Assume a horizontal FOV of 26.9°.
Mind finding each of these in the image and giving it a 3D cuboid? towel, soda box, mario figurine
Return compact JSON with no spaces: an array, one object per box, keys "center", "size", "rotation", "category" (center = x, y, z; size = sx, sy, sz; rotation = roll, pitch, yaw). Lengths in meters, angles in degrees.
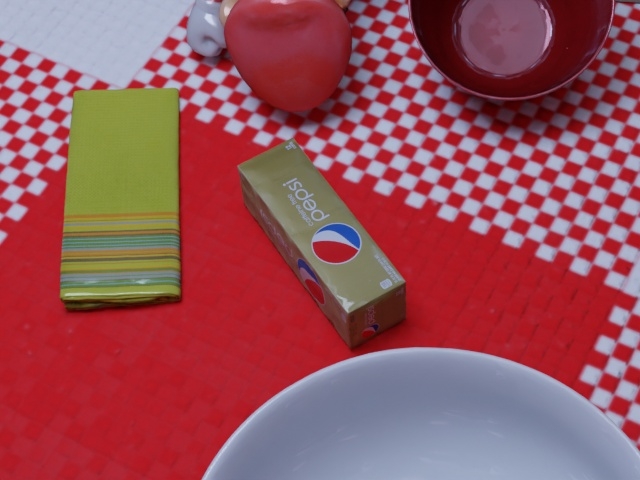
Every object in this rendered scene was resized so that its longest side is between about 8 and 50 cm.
[{"center":[-0.176,-0.042,1.196],"size":[0.102,0.021,0.237],"rotation":[-1,54,-4],"category":"towel"},{"center":[0.000,0.000,1.129],"size":[0.058,0.061,0.181],"rotation":[-29,59,-15],"category":"soda box"},{"center":[-0.022,-0.270,1.260],"size":[0.170,0.198,0.320],"rotation":[7,73,-29],"category":"mario figurine"}]

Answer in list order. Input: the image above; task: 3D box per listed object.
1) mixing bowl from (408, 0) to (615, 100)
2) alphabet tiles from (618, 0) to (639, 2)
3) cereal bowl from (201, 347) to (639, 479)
[{"center":[0.170,-0.206,1.223],"size":[0.181,0.098,0.181],"rotation":[0,84,3],"category":"mixing bowl"},{"center":[0.396,-0.367,1.393],"size":[0.285,0.011,0.342],"rotation":[6,56,6],"category":"alphabet tiles"},{"center":[0.072,0.250,0.905],"size":[0.339,0.141,0.339],"rotation":[-1,55,2],"category":"cereal bowl"}]
